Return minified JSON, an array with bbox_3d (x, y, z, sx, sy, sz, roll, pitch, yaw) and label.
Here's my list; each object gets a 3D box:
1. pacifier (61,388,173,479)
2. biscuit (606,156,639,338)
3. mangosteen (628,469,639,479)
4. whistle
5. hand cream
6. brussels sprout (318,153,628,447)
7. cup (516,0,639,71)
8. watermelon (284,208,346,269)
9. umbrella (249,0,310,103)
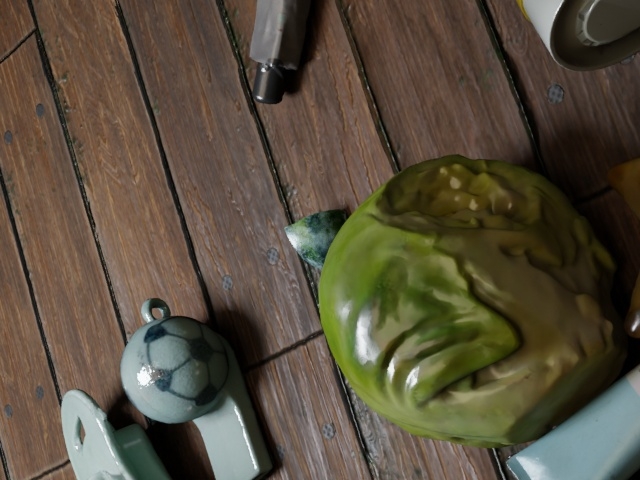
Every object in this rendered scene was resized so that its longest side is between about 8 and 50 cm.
[{"bbox_3d":[-0.344,0.394,2.022,0.343,0.269,0.288,57,152,30],"label":"pacifier"},{"bbox_3d":[0.369,-0.013,1.416,0.164,0.047,0.208,-26,50,40],"label":"biscuit"},{"bbox_3d":[0.296,0.271,1.487,0.152,0.152,0.152,3,94,44],"label":"mangosteen"},{"bbox_3d":[-0.188,0.209,1.928,0.163,0.163,0.289,-36,68,39],"label":"whistle"},{"bbox_3d":[0.333,0.168,1.404,0.312,0.070,0.111,-41,47,11],"label":"hand cream"},{"bbox_3d":[0.154,0.071,1.517,0.344,0.268,0.344,0,89,36],"label":"brussels sprout"},{"bbox_3d":[0.290,-0.325,1.454,0.241,0.185,0.226,-33,59,3],"label":"cup"},{"bbox_3d":[0.000,0.000,1.821,0.061,0.085,0.085,-109,29,-74],"label":"watermelon"},{"bbox_3d":[-0.042,-0.344,1.820,0.073,0.067,0.337,27,111,54],"label":"umbrella"}]
